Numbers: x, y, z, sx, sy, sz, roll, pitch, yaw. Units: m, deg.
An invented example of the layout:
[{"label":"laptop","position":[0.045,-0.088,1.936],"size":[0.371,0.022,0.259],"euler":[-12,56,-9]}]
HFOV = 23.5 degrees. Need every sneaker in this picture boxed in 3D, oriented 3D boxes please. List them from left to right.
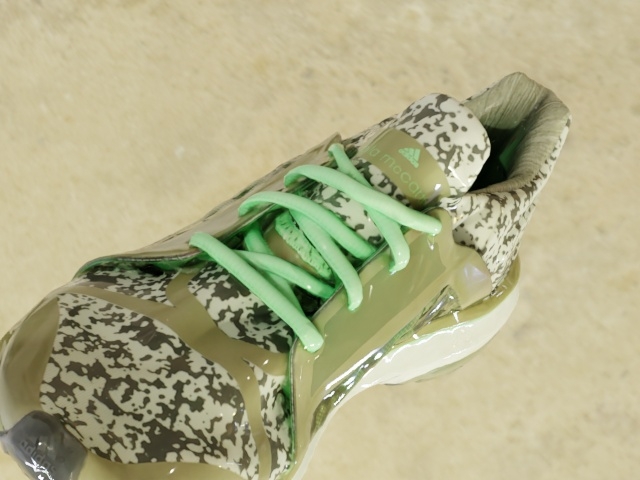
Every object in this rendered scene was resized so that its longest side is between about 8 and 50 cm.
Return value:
[{"label":"sneaker","position":[0.000,0.000,0.749],"size":[0.410,0.158,0.182],"euler":[-31,157,-54]}]
